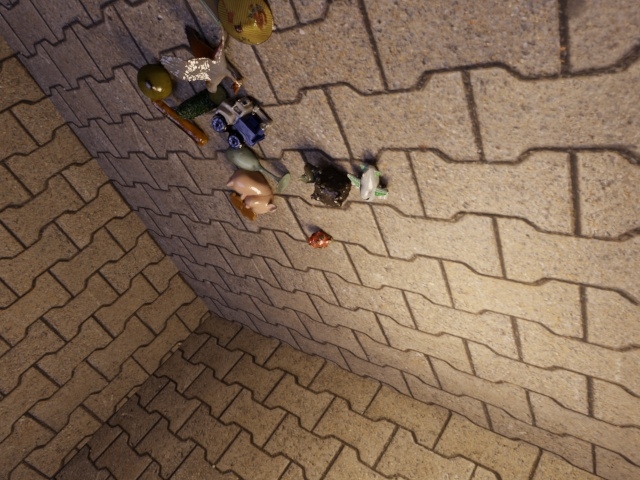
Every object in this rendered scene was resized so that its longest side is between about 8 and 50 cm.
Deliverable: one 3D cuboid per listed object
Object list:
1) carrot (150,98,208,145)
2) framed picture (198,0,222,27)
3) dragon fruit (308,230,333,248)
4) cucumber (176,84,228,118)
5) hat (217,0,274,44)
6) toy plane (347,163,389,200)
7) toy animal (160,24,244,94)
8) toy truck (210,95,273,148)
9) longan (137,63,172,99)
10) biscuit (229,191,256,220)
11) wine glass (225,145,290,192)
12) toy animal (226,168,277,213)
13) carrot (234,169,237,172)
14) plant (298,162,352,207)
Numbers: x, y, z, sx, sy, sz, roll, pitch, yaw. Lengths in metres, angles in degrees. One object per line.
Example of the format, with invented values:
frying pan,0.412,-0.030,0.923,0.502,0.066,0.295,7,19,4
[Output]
carrot,-0.668,-0.568,2.119,0.314,0.066,0.066,40,153,-25
framed picture,-0.316,-0.843,1.407,0.275,0.017,0.217,-21,114,42
dragon fruit,0.001,-0.002,2.123,0.116,0.081,0.086,-10,124,25
cucumber,-0.533,-0.591,1.960,0.360,0.096,0.096,-1,129,50
hat,-0.252,-0.700,1.444,0.193,0.082,0.193,10,147,6
toy plane,0.178,-0.209,1.651,0.174,0.080,0.173,30,150,19
toy animal,-0.384,-0.701,1.666,0.284,0.224,0.302,-23,126,36
toy truck,-0.315,-0.487,1.813,0.213,0.161,0.177,46,130,-6
longan,-0.741,-0.712,2.011,0.176,0.145,0.154,-111,15,-63
biscuit,-0.416,-0.181,2.420,0.184,0.027,0.133,34,150,16
wine glass,-0.261,-0.394,1.957,0.310,0.096,0.264,33,129,16
toy animal,-0.315,-0.235,2.116,0.154,0.166,0.250,-32,115,17
carrot,-0.374,-0.298,2.218,0.142,0.035,0.035,42,150,-9
plant,0.016,-0.222,1.768,0.203,0.131,0.142,31,151,22
